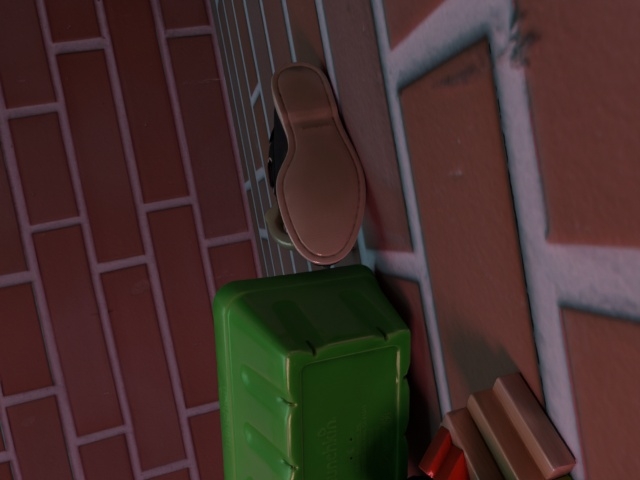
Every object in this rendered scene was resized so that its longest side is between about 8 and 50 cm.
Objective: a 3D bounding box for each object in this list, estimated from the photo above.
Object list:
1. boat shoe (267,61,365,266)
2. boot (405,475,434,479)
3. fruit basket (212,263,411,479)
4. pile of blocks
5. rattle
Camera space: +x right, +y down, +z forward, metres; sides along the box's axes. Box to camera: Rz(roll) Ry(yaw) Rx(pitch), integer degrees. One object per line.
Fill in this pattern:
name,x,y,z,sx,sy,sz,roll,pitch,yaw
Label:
boat shoe,-0.017,-0.103,0.809,0.113,0.127,0.340,101,156,-62
boot,0.100,0.405,0.515,0.348,0.131,0.260,7,-110,-78
fruit basket,-0.019,0.215,0.814,0.392,0.282,0.393,174,90,-66
pile of blocks,0.159,0.295,0.409,0.149,0.112,0.362,111,146,-67
rattle,0.000,0.000,0.963,0.199,0.130,0.143,36,154,33
